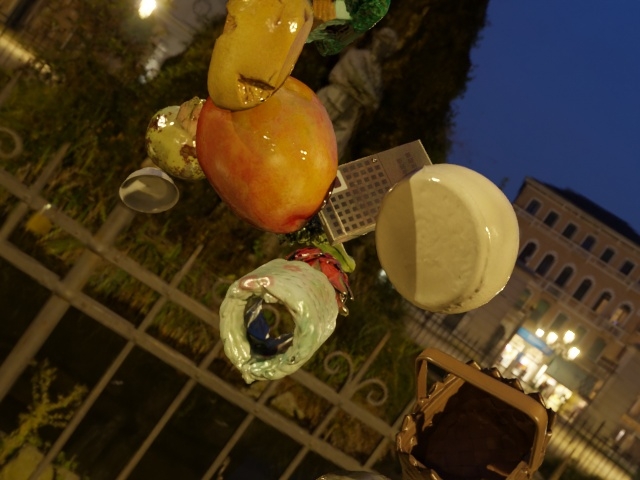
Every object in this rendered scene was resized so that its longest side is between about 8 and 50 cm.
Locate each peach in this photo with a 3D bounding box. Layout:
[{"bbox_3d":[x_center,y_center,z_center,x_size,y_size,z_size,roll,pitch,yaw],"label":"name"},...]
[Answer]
[{"bbox_3d":[-0.105,-0.176,1.367,0.308,0.307,0.333,17,54,-84],"label":"peach"}]

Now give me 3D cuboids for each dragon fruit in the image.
[{"bbox_3d":[-0.014,0.109,1.649,0.182,0.182,0.189,15,60,-85],"label":"dragon fruit"}]

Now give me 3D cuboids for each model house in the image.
[{"bbox_3d":[-0.033,-0.566,1.492,0.248,0.230,0.280,-13,-6,-36],"label":"model house"}]

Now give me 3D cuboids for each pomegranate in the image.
[{"bbox_3d":[-0.379,-0.284,1.848,0.221,0.204,0.276,31,-17,-8],"label":"pomegranate"}]

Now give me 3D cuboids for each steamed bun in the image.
[{"bbox_3d":[0.248,-0.007,1.249,0.177,0.283,0.283,-15,41,-43],"label":"steamed bun"}]

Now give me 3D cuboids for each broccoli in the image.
[{"bbox_3d":[-0.005,-0.001,1.828,0.304,0.145,0.165,42,36,-36],"label":"broccoli"}]

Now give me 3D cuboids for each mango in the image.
[{"bbox_3d":[-0.114,-0.354,1.196,0.167,0.262,0.130,24,3,20],"label":"mango"}]

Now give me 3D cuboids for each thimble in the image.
[{"bbox_3d":[-0.078,0.143,1.172,0.185,0.211,0.149,27,24,13],"label":"thimble"}]

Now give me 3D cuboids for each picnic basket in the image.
[{"bbox_3d":[0.297,0.360,1.262,0.254,0.291,0.321,26,-40,35],"label":"picnic basket"}]

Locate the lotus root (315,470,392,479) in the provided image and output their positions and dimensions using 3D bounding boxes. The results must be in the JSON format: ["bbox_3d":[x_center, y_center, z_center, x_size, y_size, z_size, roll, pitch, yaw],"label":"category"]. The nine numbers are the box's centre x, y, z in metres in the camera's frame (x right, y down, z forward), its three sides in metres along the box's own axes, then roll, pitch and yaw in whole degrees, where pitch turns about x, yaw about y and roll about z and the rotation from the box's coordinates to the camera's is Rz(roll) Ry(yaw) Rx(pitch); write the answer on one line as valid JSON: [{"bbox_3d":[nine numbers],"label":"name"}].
[{"bbox_3d":[0.053,0.497,1.207,0.173,0.173,0.309,37,-1,30],"label":"lotus root"}]

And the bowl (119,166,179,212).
[{"bbox_3d":[-0.550,-0.179,2.145,0.189,0.189,0.086,34,37,-41],"label":"bowl"}]

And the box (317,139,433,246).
[{"bbox_3d":[0.139,-0.123,1.654,0.047,0.324,0.180,109,-41,-69],"label":"box"}]
